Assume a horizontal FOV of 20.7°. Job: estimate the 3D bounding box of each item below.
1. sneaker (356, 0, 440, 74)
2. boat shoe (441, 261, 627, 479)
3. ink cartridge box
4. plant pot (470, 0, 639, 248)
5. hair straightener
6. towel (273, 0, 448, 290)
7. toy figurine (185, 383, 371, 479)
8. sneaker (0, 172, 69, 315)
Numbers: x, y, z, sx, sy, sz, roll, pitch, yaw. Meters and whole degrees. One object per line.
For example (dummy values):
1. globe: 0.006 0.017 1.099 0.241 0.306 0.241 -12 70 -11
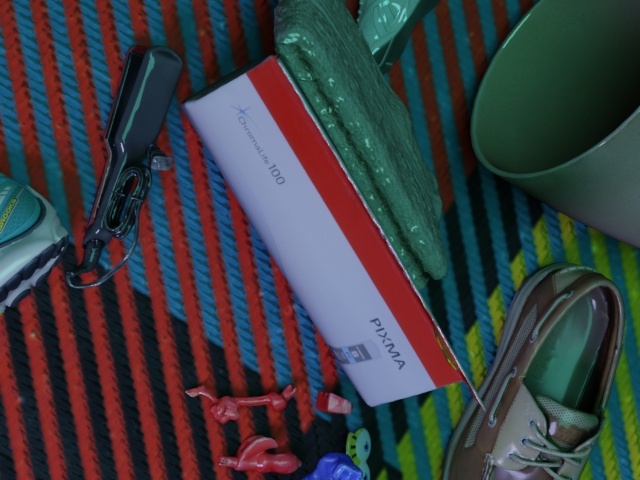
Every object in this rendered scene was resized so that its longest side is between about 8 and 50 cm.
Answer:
1. sneaker: 0.059 -0.209 1.650 0.061 0.054 0.152 36 87 19
2. boat shoe: 0.201 0.172 1.636 0.123 0.116 0.324 17 83 -15
3. ink cartridge box: 0.000 0.000 1.444 0.091 0.385 0.308 -31 97 -1
4. plant pot: 0.323 -0.090 1.639 0.274 0.256 0.256 38 77 -29
5. hair straightener: -0.172 -0.065 1.549 0.047 0.089 0.230 26 79 -30
6. towel: 0.039 -0.105 1.541 0.049 0.187 0.282 -25 117 13
7. toy figurine: -0.036 0.303 1.508 0.191 0.217 0.363 14 83 -16
8. sneaker: -0.345 0.048 1.504 0.275 0.107 0.110 -40 79 -19
